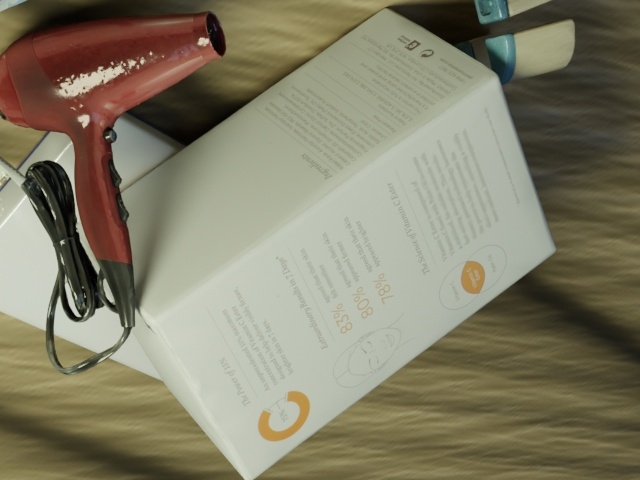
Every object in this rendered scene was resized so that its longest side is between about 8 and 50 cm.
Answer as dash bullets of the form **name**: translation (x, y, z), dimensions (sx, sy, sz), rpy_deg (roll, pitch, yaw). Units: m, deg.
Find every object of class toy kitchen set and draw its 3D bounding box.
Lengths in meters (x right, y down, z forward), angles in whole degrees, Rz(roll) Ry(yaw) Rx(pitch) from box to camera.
- **toy kitchen set**: translation (0.111, -0.230, 1.327), dimensions (0.122, 0.166, 0.207), rpy_deg (-16, 96, -17)

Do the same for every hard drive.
- **hard drive**: translation (-0.152, 0.015, 1.402), dimensions (0.210, 0.040, 0.318), rpy_deg (-48, 133, 14)

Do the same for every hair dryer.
- **hair dryer**: translation (-0.175, -0.065, 1.214), dimensions (0.293, 0.223, 0.080), rpy_deg (-54, 170, 13)

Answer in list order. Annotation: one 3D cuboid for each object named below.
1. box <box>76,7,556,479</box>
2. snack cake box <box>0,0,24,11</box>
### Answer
- **box**: translation (0.000, 0.000, 1.333), dimensions (0.345, 0.168, 0.215), rpy_deg (-36, 132, -12)
- **snack cake box**: translation (-0.245, -0.227, 1.026), dimensions (0.264, 0.089, 0.152), rpy_deg (-38, 146, -46)
